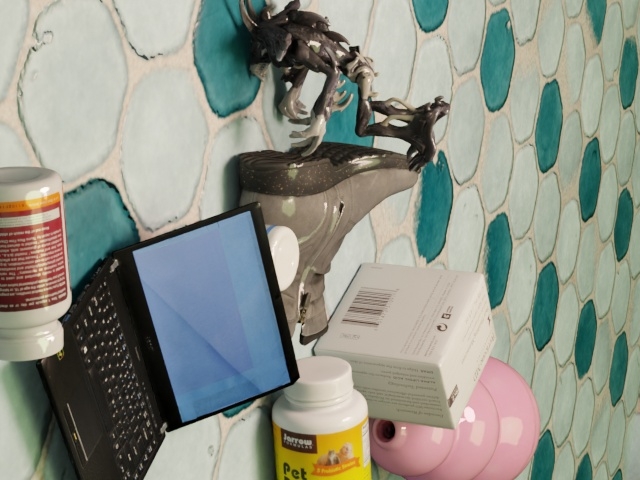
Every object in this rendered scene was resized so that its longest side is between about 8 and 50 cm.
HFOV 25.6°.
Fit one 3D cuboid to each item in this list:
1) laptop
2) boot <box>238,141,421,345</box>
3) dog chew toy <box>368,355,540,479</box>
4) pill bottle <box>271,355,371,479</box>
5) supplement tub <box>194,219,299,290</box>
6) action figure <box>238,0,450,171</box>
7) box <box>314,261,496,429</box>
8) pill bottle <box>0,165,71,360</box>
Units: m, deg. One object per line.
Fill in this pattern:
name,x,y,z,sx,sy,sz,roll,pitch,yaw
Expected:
laptop,-0.137,0.129,1.375,0.264,0.136,0.234,-65,149,-52
boot,0.000,0.000,1.692,0.338,0.118,0.223,-10,108,-52
dog chew toy,0.175,0.263,2.003,0.332,0.206,0.207,6,89,-56
pill bottle,0.002,0.254,1.716,0.117,0.117,0.215,-35,126,-57
supplement tub,-0.084,0.015,1.500,0.071,0.107,0.071,-25,118,-60
action figure,0.006,-0.170,1.586,0.141,0.275,0.164,-54,-167,22
box,0.114,0.135,1.849,0.181,0.181,0.119,-59,144,-42
pill bottle,-0.253,0.020,1.176,0.086,0.086,0.152,-29,121,-60
